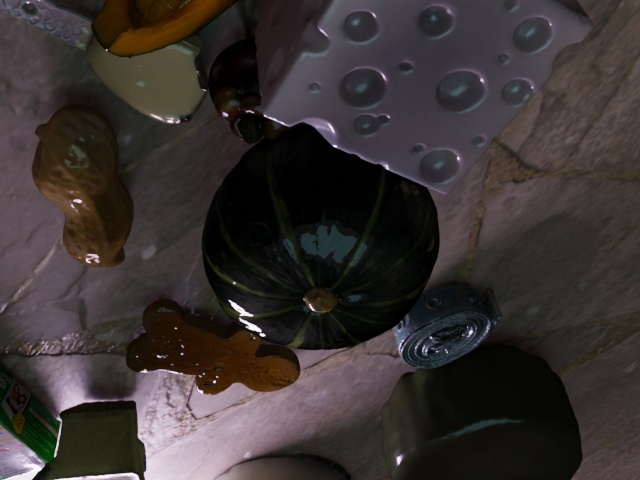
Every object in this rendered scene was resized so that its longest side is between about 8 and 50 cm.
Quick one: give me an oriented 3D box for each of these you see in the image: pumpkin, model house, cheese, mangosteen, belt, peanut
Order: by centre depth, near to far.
[{"bbox_3d":[-0.146,-0.322,0.821,0.254,0.149,0.130,-39,87,17],"label":"pumpkin"},{"bbox_3d":[-0.247,-0.232,0.899,0.255,0.050,0.127,24,125,-27],"label":"cheese"},{"bbox_3d":[-0.073,-0.174,0.921,0.140,0.140,0.140,-4,132,-5],"label":"mangosteen"},{"bbox_3d":[-0.307,-0.064,1.013,0.117,0.101,0.263,11,137,15],"label":"peanut"},{"bbox_3d":[0.000,0.000,1.017,0.323,0.241,0.323,-4,139,-3],"label":"pumpkin"},{"bbox_3d":[0.205,0.149,1.293,0.148,0.082,0.163,12,130,-24],"label":"belt"},{"bbox_3d":[-0.396,0.394,1.349,0.195,0.189,0.214,-3,133,-6],"label":"model house"}]

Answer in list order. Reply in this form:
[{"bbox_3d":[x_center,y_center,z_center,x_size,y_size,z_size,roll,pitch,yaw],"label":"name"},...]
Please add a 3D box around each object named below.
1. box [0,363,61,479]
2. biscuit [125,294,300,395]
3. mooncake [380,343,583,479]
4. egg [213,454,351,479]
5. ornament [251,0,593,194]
[{"bbox_3d":[-0.582,0.314,1.310,0.180,0.103,0.250,-16,134,7],"label":"box"},{"bbox_3d":[-0.173,0.189,1.294,0.301,0.049,0.197,19,131,-24],"label":"biscuit"},{"bbox_3d":[0.289,0.352,1.417,0.356,0.194,0.356,-2,133,-2],"label":"mooncake"},{"bbox_3d":[-0.077,0.667,1.547,0.354,0.340,0.354,-4,131,-4],"label":"egg"},{"bbox_3d":[0.089,-0.241,0.814,0.240,0.239,0.240,20,126,-25],"label":"ornament"}]
